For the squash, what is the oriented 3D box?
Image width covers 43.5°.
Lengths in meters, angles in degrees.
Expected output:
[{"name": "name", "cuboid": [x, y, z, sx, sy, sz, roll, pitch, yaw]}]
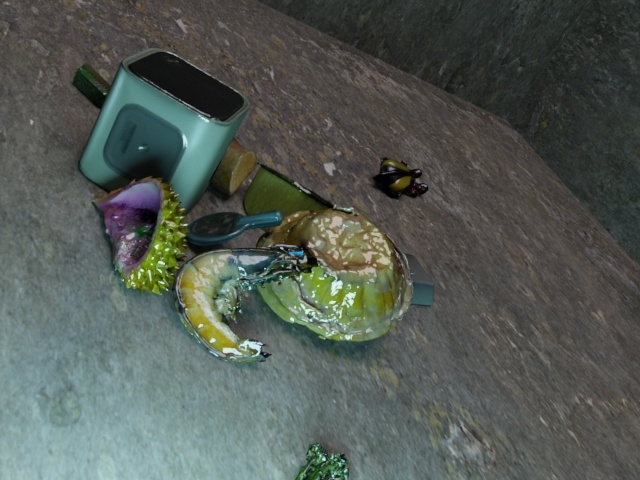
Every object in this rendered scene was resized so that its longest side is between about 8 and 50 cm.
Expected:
[{"name": "squash", "cuboid": [-0.076, -0.088, 1.929, 0.220, 0.133, 0.220, 28, 9, -5]}]

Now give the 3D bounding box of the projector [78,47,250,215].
[{"name": "projector", "cuboid": [-0.323, -0.225, 1.677, 0.248, 0.249, 0.248, 30, 25, -2]}]

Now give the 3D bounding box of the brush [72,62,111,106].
[{"name": "brush", "cuboid": [-0.487, -0.320, 1.893, 0.282, 0.054, 0.048, 42, 35, 18]}]

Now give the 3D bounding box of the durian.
[{"name": "durian", "cuboid": [-0.305, -0.024, 1.468, 0.153, 0.186, 0.261, 8, 48, -31]}]

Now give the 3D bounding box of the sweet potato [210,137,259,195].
[{"name": "sweet potato", "cuboid": [-0.303, -0.247, 1.884, 0.336, 0.131, 0.131, 38, 25, 8]}]

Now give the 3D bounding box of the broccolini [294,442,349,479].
[{"name": "broccolini", "cuboid": [-0.032, 0.379, 1.196, 0.074, 0.058, 0.201, 28, 37, 24]}]

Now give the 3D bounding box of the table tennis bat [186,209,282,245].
[{"name": "table tennis bat", "cuboid": [-0.176, -0.031, 1.638, 0.201, 0.033, 0.124, -10, 29, 4]}]

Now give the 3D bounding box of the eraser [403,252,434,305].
[{"name": "eraser", "cuboid": [0.140, 0.081, 1.876, 0.352, 0.077, 0.111, 9, 36, -41]}]

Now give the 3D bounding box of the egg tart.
[{"name": "egg tart", "cuboid": [0.037, 0.043, 1.634, 0.351, 0.150, 0.352, 10, 49, -11]}]

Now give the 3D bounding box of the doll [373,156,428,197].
[{"name": "doll", "cuboid": [0.249, -0.196, 2.487, 0.248, 0.088, 0.127, 6, 36, -50]}]

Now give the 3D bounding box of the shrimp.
[{"name": "shrimp", "cuboid": [-0.115, 0.107, 1.441, 0.290, 0.054, 0.222, -14, 70, -27]}]
